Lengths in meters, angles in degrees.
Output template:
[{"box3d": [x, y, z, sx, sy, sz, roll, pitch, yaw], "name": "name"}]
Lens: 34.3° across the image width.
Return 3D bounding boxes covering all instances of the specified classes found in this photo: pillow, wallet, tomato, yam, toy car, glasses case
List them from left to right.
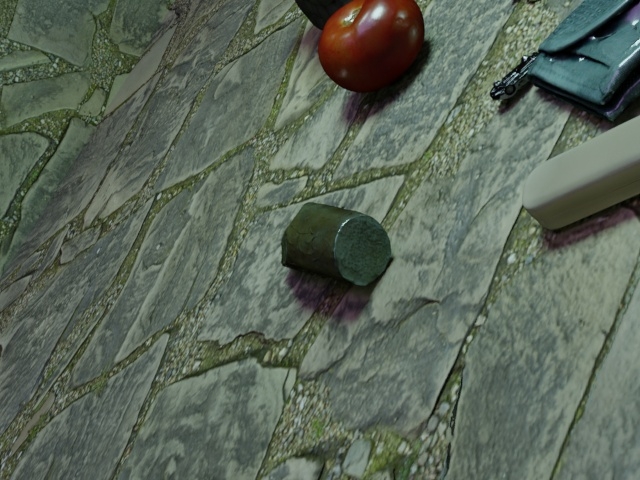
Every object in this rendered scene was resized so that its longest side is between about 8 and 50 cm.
[{"box3d": [-0.002, -0.506, 2.050, 0.101, 0.228, 0.326, -41, 24, 2], "name": "pillow"}, {"box3d": [0.000, 0.000, 1.465, 0.106, 0.106, 0.259, -54, 26, -13], "name": "yam"}, {"box3d": [0.090, -0.337, 1.765, 0.195, 0.136, 0.195, -34, 29, 23], "name": "tomato"}, {"box3d": [0.273, -0.223, 1.430, 0.093, 0.025, 0.041, -42, 23, 5], "name": "toy car"}, {"box3d": [0.310, -0.077, 1.126, 0.196, 0.050, 0.083, -26, 30, 39], "name": "glasses case"}, {"box3d": [0.412, -0.307, 1.276, 0.342, 0.075, 0.237, -46, 22, 6], "name": "wallet"}]
